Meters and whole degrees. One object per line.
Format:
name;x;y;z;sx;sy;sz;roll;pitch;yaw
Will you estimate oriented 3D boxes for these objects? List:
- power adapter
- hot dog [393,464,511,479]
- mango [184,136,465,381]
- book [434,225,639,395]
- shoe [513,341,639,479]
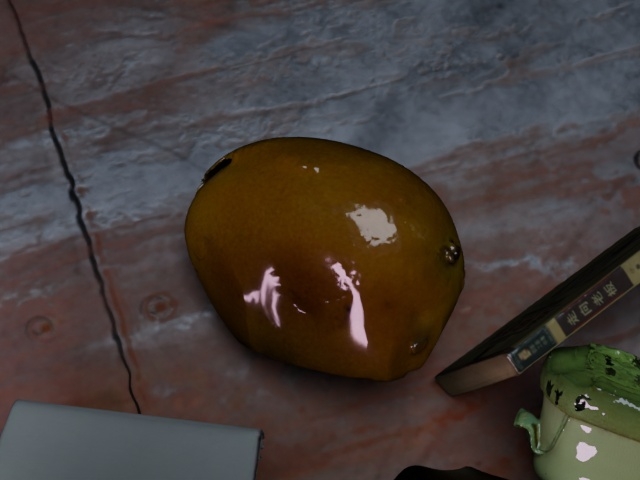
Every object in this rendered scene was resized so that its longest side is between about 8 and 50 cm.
power adapter;-0.173;0.206;1.059;0.255;0.124;0.187;8;29;-1
hot dog;0.165;0.290;1.073;0.326;0.107;0.194;31;36;1
mango;0.000;0.000;1.185;0.236;0.166;0.136;10;20;21
book;0.207;0.043;1.175;0.231;0.161;0.026;-35;88;-18
shoe;0.275;0.158;1.121;0.262;0.128;0.140;24;31;-6
